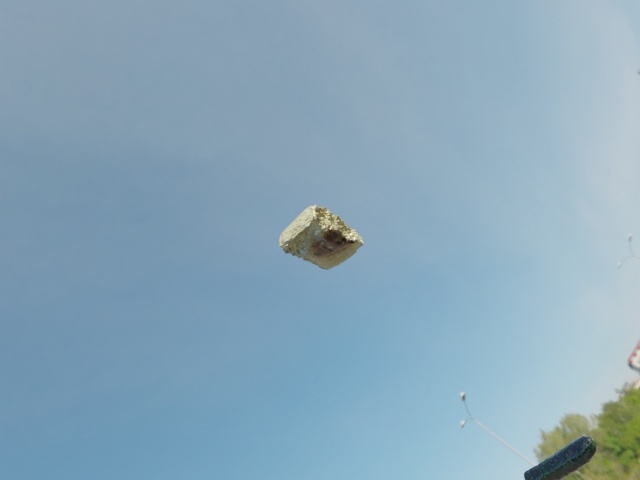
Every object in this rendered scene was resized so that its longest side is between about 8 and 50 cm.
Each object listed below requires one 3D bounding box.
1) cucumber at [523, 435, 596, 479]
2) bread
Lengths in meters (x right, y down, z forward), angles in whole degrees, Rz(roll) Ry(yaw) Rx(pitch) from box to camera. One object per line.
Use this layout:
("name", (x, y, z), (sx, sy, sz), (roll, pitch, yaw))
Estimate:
("cucumber", (0.347, 0.319, 0.590), (0.032, 0.032, 0.133), (-9, -43, -40))
("bread", (0.000, 0.000, 0.484), (0.083, 0.035, 0.070), (29, -52, -33))
